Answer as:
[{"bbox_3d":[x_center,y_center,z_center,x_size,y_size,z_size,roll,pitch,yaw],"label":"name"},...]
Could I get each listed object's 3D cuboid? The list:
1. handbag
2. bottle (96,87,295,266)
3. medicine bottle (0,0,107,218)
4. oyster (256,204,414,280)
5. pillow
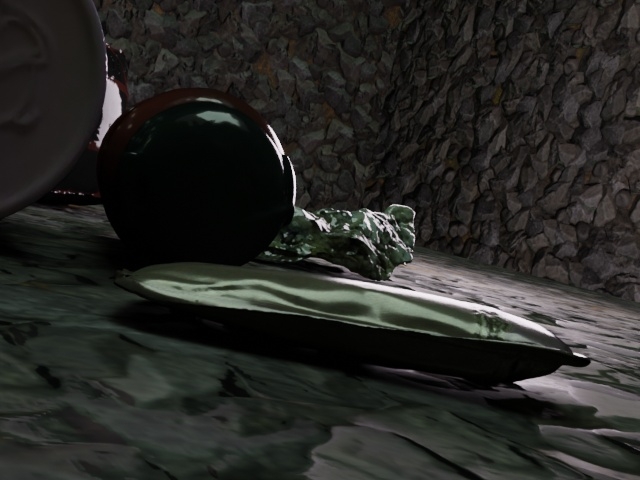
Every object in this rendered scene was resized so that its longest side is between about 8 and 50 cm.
[{"bbox_3d":[-0.314,-0.147,1.061,0.155,0.216,0.169,4,-4,16],"label":"handbag"},{"bbox_3d":[-0.103,-0.045,0.681,0.143,0.144,0.336,12,5,-14],"label":"bottle"},{"bbox_3d":[-0.287,-0.120,0.628,0.202,0.202,0.315,11,3,-29],"label":"medicine bottle"},{"bbox_3d":[0.000,0.004,0.995,0.251,0.087,0.199,0,3,-6],"label":"oyster"},{"bbox_3d":[0.014,0.039,0.453,0.232,0.038,0.130,10,0,0],"label":"pillow"}]
